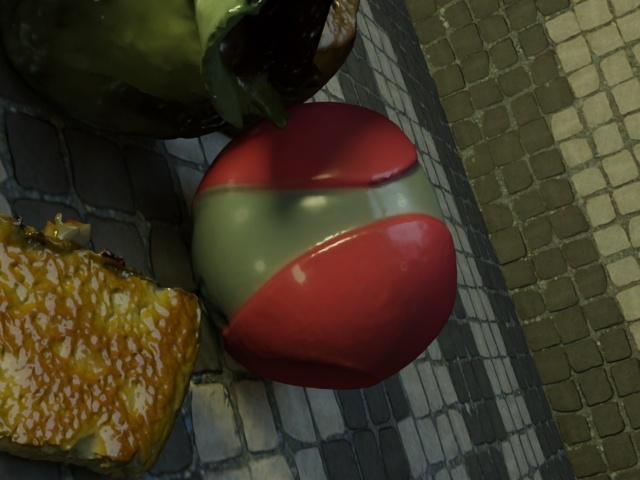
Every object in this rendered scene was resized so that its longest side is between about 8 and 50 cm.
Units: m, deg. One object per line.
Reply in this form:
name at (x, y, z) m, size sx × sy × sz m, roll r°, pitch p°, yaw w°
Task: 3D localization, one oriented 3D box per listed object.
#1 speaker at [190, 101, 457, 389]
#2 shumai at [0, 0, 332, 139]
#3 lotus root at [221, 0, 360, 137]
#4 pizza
speaker at (0.000, 0.000, 0.867) m, size 0.294 × 0.294 × 0.294 m, roll 49°, pitch 28°, yaw -38°
shumai at (-0.091, -0.252, 0.742) m, size 0.292 × 0.288 × 0.329 m, roll 21°, pitch 72°, yaw -27°
lotus root at (-0.096, -0.302, 1.029) m, size 0.316 × 0.250 × 0.316 m, roll 33°, pitch 47°, yaw -45°
pizza at (-0.204, 0.059, 0.606) m, size 0.297 × 0.071 × 0.189 m, roll 40°, pitch 47°, yaw -43°
